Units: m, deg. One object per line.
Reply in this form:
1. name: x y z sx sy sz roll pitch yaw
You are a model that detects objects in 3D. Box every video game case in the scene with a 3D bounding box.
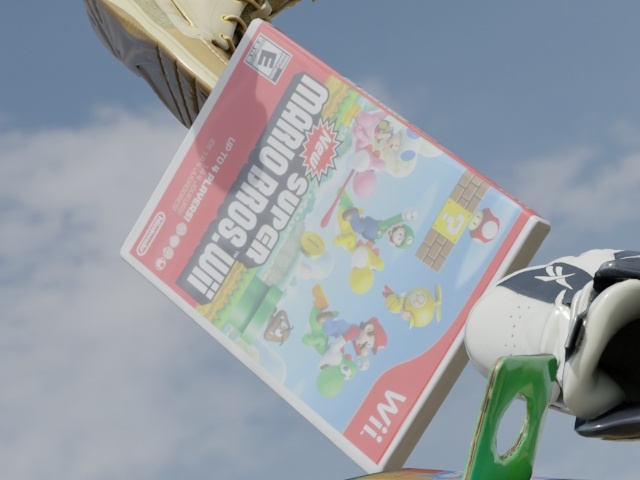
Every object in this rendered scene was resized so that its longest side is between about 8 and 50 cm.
1. video game case: 0.000 0.000 1.308 0.025 0.285 0.204 16 -71 -54

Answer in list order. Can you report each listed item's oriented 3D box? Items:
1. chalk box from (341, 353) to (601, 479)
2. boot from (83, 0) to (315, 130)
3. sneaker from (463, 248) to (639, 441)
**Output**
1. chalk box: 0.059 0.146 0.675 0.132 0.213 0.132 -1 -2 26
2. boot: -0.068 -0.196 1.710 0.203 0.262 0.095 -31 -44 -20
3. sneaker: 0.137 0.047 0.942 0.235 0.094 0.153 13 1 43
